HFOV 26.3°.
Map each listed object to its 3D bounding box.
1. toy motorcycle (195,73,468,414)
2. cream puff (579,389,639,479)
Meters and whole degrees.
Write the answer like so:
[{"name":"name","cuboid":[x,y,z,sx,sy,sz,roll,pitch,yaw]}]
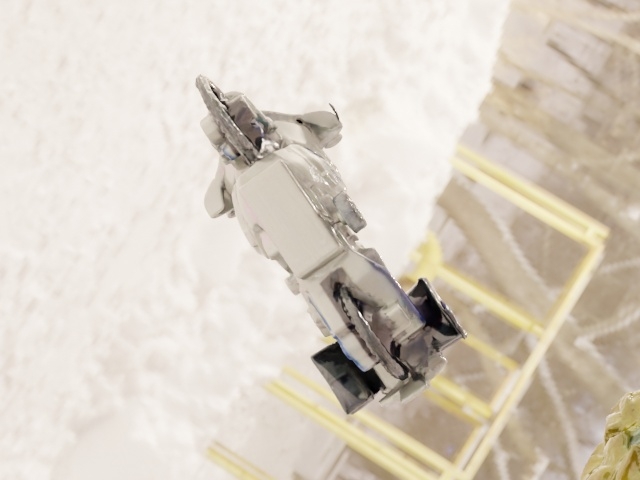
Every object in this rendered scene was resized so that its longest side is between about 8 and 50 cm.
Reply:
[{"name":"toy motorcycle","cuboid":[0.000,0.000,0.812,0.102,0.221,0.150,-35,169,5]},{"name":"cream puff","cuboid":[0.251,0.182,0.986,0.156,0.156,0.121,-47,169,-52]}]
